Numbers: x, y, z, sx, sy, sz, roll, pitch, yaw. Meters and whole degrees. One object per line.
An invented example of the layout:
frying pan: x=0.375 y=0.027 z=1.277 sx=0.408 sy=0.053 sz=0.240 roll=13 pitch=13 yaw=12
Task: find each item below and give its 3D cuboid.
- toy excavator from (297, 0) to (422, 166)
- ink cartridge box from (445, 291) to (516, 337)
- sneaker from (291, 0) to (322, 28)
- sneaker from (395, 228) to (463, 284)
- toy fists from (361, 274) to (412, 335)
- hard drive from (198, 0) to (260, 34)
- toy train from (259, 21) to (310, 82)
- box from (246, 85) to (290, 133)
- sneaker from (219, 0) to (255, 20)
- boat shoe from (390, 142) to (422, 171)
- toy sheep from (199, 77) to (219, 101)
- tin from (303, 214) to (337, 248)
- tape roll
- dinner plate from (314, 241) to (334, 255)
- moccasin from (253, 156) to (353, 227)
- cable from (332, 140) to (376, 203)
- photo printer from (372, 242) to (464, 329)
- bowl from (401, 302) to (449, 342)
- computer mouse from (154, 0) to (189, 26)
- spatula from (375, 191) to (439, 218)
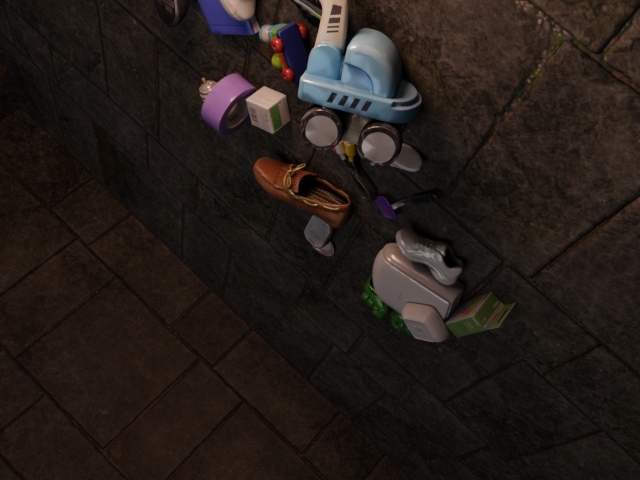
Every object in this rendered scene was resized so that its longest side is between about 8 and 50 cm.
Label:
toy excavator: x=0.049 y=-0.453 z=1.513 sx=0.433 sy=0.222 sz=0.445 roll=16 pitch=123 yaw=5
ink cartridge box: x=0.479 y=0.220 z=1.934 sx=0.062 sy=0.109 sz=0.209 roll=48 pitch=153 yaw=-3
sneaker: x=-0.036 y=-0.588 z=1.611 sx=0.234 sy=0.084 sz=0.097 roll=43 pitch=154 yaw=8
sneaker: x=0.335 y=0.027 z=1.924 sx=0.232 sy=0.090 sz=0.115 roll=35 pitch=145 yaw=4
toy fists: x=0.264 y=0.241 z=2.285 sx=0.279 sy=0.096 sz=0.142 roll=33 pitch=151 yaw=22
hard drive: x=-0.304 y=-0.744 z=1.830 sx=0.210 sy=0.040 sz=0.319 roll=19 pitch=142 yaw=43
toy train: x=-0.085 y=-0.489 z=1.806 sx=0.143 sy=0.105 sz=0.248 roll=31 pitch=151 yaw=48
box: x=-0.164 y=-0.411 z=2.025 sx=0.102 sy=0.087 sz=0.101 roll=28 pitch=148 yaw=30
sneaker: x=-0.194 y=-0.696 z=1.666 sx=0.169 sy=0.108 sz=0.292 roll=30 pitch=147 yaw=36
boat shoe: x=0.204 y=-0.232 z=1.775 sx=0.184 sy=0.066 sz=0.063 roll=28 pitch=162 yaw=28
toy sheep: x=-0.370 y=-0.504 z=2.200 sx=0.091 sy=0.091 sz=0.132 roll=23 pitch=150 yaw=38
tin: x=-0.003 y=-0.041 z=2.324 sx=0.106 sy=0.040 sz=0.190 roll=47 pitch=146 yaw=11
tape roll: x=-0.287 y=-0.434 z=2.060 sx=0.080 sy=0.189 sz=0.189 roll=41 pitch=152 yaw=12
dinner plate: x=0.000 y=0.000 z=2.421 sx=0.141 sy=0.017 sz=0.141 roll=35 pitch=151 yaw=23
moccasin: x=-0.062 y=-0.179 z=2.137 sx=0.380 sy=0.139 sz=0.147 roll=35 pitch=150 yaw=21
cable: x=0.080 y=-0.228 z=1.940 sx=0.139 sy=0.072 sz=0.287 roll=24 pitch=144 yaw=42
photo printer: x=0.303 y=0.156 z=2.099 sx=0.307 sy=0.107 sz=0.256 roll=35 pitch=150 yaw=22
bowl: x=0.326 y=0.269 z=2.045 sx=0.142 sy=0.053 sz=0.142 roll=4 pitch=134 yaw=53
computer mouse: x=-0.425 y=-0.758 z=1.879 sx=0.188 sy=0.072 sz=0.272 roll=40 pitch=142 yaw=22
spatula: x=0.251 y=-0.112 z=1.897 sx=0.084 sy=0.030 sz=0.296 roll=57 pitch=152 yaw=-13
